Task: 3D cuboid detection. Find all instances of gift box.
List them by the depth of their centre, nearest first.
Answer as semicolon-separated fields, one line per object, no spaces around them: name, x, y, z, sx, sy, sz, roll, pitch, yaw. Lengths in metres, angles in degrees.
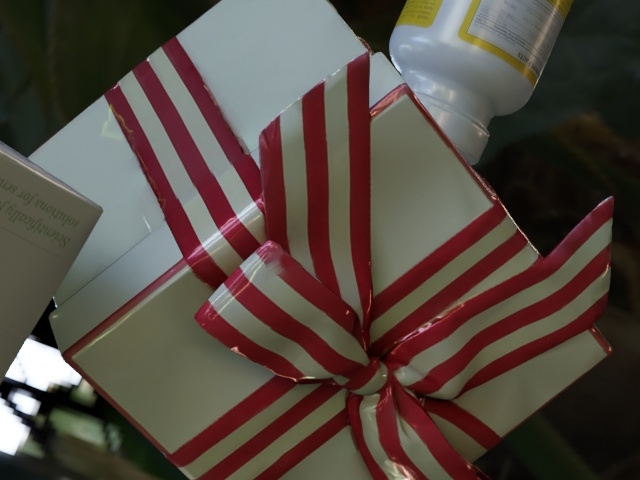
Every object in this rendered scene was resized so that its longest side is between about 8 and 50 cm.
gift box;0.000;0.000;1.015;0.276;0.255;0.258;-42;33;8

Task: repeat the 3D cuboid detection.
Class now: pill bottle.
pill bottle;0.109;-0.149;1.213;0.103;0.103;0.184;58;-124;-79

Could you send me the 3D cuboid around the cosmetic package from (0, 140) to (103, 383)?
cosmetic package;-0.304;-0.052;0.883;0.197;0.365;0.155;33;-93;-50
